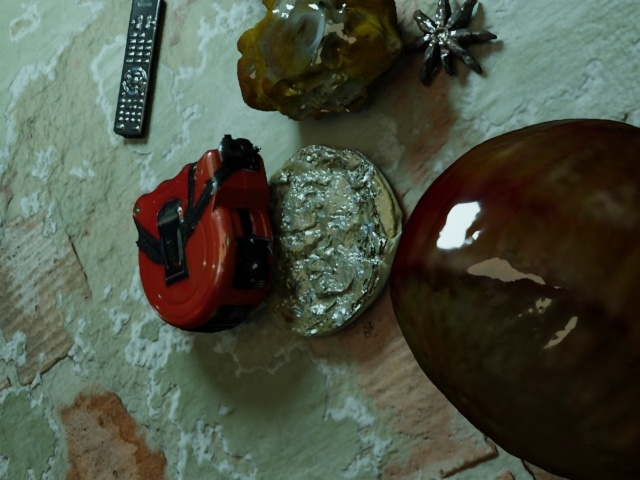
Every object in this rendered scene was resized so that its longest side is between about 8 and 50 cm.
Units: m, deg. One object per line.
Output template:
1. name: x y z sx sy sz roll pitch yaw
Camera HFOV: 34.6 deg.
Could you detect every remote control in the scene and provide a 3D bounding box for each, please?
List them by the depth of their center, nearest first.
1. remote control: -0.304 -0.294 1.726 0.063 0.025 0.245 7 87 31

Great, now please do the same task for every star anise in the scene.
1. star anise: 0.172 -0.284 1.427 0.141 0.042 0.141 -5 80 30

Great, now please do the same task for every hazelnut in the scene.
1. hazelnut: 0.291 0.054 1.151 0.421 0.353 0.421 -4 55 6

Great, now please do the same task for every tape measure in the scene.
1. tape measure: -0.172 0.006 1.527 0.253 0.114 0.260 -25 69 45

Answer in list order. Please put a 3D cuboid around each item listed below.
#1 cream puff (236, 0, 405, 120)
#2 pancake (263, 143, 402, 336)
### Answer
1. cream puff: 0.000 -0.285 1.465 0.269 0.155 0.241 20 94 34
2. pancake: -0.001 -0.001 1.492 0.282 0.049 0.282 -5 81 31
